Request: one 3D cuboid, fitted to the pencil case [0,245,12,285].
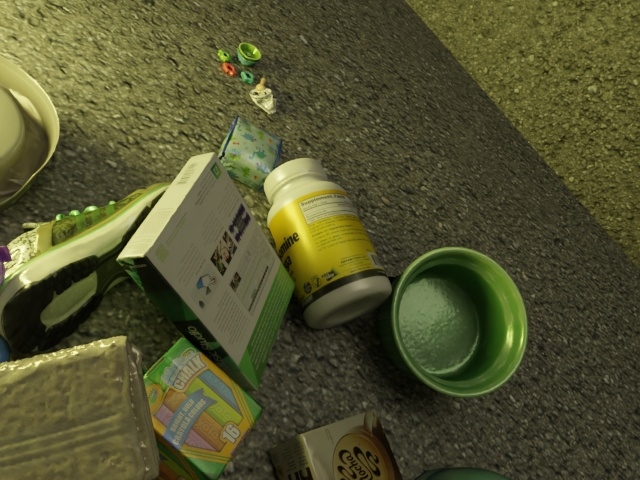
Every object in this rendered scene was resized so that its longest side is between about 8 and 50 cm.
[{"bbox_3d":[-0.501,0.043,0.598,0.088,0.206,0.086,-41,125,-69],"label":"pencil case"}]

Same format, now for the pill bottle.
[{"bbox_3d":[0.000,0.000,1.009,0.188,0.188,0.334,-4,60,-39],"label":"pill bottle"}]

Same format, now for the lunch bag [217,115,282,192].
[{"bbox_3d":[-0.163,-0.208,1.113,0.128,0.096,0.151,26,56,-19],"label":"lunch bag"}]

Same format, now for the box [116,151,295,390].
[{"bbox_3d":[-0.155,0.057,0.770,0.322,0.058,0.232,62,32,-35],"label":"box"}]

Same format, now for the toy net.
[{"bbox_3d":[-0.189,-0.448,1.315,0.122,0.045,0.232,-13,67,-43],"label":"toy net"}]

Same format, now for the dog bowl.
[{"bbox_3d":[-0.607,-0.172,0.742,0.348,0.102,0.349,20,48,-25],"label":"dog bowl"}]

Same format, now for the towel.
[{"bbox_3d":[-0.343,0.230,0.558,0.282,0.049,0.187,-10,88,-14],"label":"towel"}]

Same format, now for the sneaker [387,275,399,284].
[{"bbox_3d":[0.196,0.111,1.163,0.170,0.063,0.075,-30,85,-41],"label":"sneaker"}]

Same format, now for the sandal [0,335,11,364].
[{"bbox_3d":[-0.535,0.129,0.540,0.317,0.138,0.126,11,50,-33],"label":"sandal"}]

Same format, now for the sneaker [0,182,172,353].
[{"bbox_3d":[-0.381,-0.010,0.770,0.182,0.158,0.410,24,33,10],"label":"sneaker"}]

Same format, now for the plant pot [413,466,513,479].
[{"bbox_3d":[0.303,0.532,0.823,0.293,0.196,0.293,20,47,-24],"label":"plant pot"}]

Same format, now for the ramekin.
[{"bbox_3d":[0.271,0.176,1.033,0.303,0.148,0.303,3,76,-12],"label":"ramekin"}]

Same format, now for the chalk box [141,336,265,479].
[{"bbox_3d":[-0.218,0.243,0.696,0.213,0.132,0.132,41,43,-2],"label":"chalk box"}]

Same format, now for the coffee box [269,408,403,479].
[{"bbox_3d":[0.054,0.446,0.754,0.168,0.119,0.297,-1,59,-39],"label":"coffee box"}]
